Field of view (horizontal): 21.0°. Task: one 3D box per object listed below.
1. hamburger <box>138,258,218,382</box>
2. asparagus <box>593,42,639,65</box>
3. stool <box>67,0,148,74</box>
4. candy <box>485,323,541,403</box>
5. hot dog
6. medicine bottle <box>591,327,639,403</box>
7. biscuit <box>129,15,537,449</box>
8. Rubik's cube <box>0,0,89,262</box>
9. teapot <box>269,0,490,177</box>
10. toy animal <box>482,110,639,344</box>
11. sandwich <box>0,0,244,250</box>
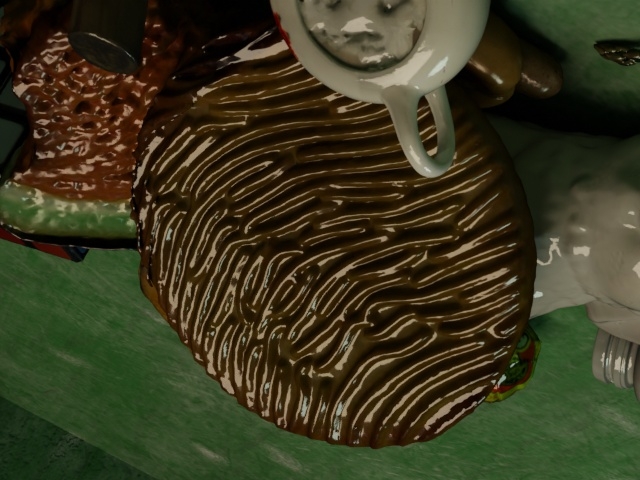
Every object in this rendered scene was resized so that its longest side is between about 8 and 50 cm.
[{"bbox_3d":[-0.030,0.046,1.568,0.289,0.170,0.314,12,154,28],"label":"hamburger"},{"bbox_3d":[0.238,-0.112,1.074,0.162,0.016,0.016,9,172,37],"label":"asparagus"},{"bbox_3d":[-0.183,-0.242,1.039,0.272,0.178,0.272,22,161,8],"label":"stool"},{"bbox_3d":[0.146,0.118,1.698,0.083,0.091,0.305,60,171,3],"label":"candy"},{"bbox_3d":[0.093,-0.132,1.152,0.140,0.060,0.090,31,163,16],"label":"hot dog"},{"bbox_3d":[0.317,0.100,1.361,0.191,0.107,0.107,17,158,25],"label":"medicine bottle"},{"bbox_3d":[0.000,0.000,1.198,0.318,0.040,0.318,13,116,27],"label":"biscuit"},{"bbox_3d":[-0.266,-0.100,1.514,0.163,0.161,0.162,17,158,27],"label":"Rubik's cube"},{"bbox_3d":[0.041,-0.149,1.063,0.145,0.092,0.226,-17,100,36],"label":"teapot"},{"bbox_3d":[0.154,0.005,1.251,0.357,0.194,0.258,4,141,31],"label":"toy animal"},{"bbox_3d":[-0.146,-0.131,1.322,0.250,0.162,0.301,-6,138,0],"label":"sandwich"}]
